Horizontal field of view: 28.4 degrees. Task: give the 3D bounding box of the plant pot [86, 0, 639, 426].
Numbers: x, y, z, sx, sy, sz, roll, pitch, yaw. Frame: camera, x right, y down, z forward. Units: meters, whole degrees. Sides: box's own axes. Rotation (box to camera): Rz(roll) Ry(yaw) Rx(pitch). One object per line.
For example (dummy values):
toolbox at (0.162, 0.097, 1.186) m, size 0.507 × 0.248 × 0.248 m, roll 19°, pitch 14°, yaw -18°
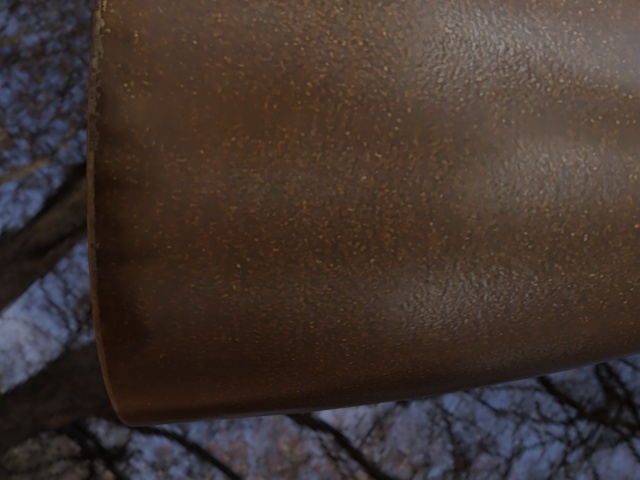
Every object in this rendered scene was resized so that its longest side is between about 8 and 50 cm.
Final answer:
plant pot at (0.056, -0.039, 0.430) m, size 0.230 × 0.215 × 0.215 m, roll 3°, pitch -39°, yaw 2°
